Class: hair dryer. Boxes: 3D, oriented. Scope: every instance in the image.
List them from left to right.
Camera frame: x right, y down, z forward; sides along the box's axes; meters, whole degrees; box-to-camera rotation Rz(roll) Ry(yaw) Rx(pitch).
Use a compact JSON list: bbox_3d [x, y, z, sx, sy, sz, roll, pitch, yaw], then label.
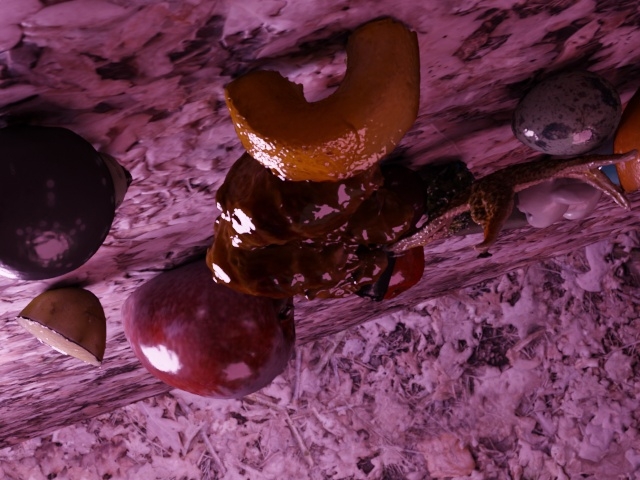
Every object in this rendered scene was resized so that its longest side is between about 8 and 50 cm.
[{"bbox_3d":[0.010,-0.009,1.899,0.340,0.123,0.312,-27,-178,34],"label":"hair dryer"},{"bbox_3d":[0.034,0.001,2.066,0.251,0.197,0.089,10,-158,-19],"label":"hair dryer"}]

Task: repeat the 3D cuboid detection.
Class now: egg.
[{"bbox_3d":[0.381,-0.196,1.706,0.172,0.132,0.132,-12,170,19],"label":"egg"}]

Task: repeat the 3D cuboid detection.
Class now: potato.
[{"bbox_3d":[-0.463,0.144,2.036,0.182,0.117,0.202,26,162,-3],"label":"potato"}]

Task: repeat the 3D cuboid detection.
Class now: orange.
[{"bbox_3d":[0.644,-0.195,1.807,0.310,0.274,0.274,5,177,23],"label":"orange"}]

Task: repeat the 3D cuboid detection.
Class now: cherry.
[{"bbox_3d":[-0.201,0.162,2.150,0.334,0.292,0.326,-4,-170,39],"label":"cherry"}]

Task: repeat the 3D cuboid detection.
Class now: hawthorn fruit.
[{"bbox_3d":[0.128,0.028,2.228,0.189,0.189,0.189,-17,168,-4],"label":"hawthorn fruit"}]

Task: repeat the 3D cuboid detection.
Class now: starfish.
[{"bbox_3d":[0.323,-0.056,1.808,0.398,0.132,0.384,-16,-172,-6],"label":"starfish"}]

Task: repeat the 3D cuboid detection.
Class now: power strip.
[{"bbox_3d":[0.342,-0.065,2.309,0.288,0.093,0.053,-7,166,-40],"label":"power strip"}]

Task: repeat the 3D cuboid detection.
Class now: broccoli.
[{"bbox_3d":[0.217,-0.081,2.035,0.160,0.167,0.155,9,131,-1],"label":"broccoli"}]

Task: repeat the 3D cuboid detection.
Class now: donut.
[{"bbox_3d":[0.014,-0.155,1.320,0.259,0.152,0.101,-22,160,9],"label":"donut"}]

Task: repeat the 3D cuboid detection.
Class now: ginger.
[{"bbox_3d":[-0.018,-0.026,1.593,0.274,0.152,0.357,23,138,-1],"label":"ginger"}]

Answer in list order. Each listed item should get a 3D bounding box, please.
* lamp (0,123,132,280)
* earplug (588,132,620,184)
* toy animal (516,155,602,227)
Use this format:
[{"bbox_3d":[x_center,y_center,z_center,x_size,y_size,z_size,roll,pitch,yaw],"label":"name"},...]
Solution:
[{"bbox_3d":[-0.294,-0.059,1.303,0.182,0.182,0.314,-26,180,32],"label":"lamp"},{"bbox_3d":[0.683,-0.192,2.126,0.323,0.185,0.185,-13,169,13],"label":"earplug"},{"bbox_3d":[0.505,-0.109,2.273,0.178,0.128,0.193,-29,163,32],"label":"toy animal"}]
